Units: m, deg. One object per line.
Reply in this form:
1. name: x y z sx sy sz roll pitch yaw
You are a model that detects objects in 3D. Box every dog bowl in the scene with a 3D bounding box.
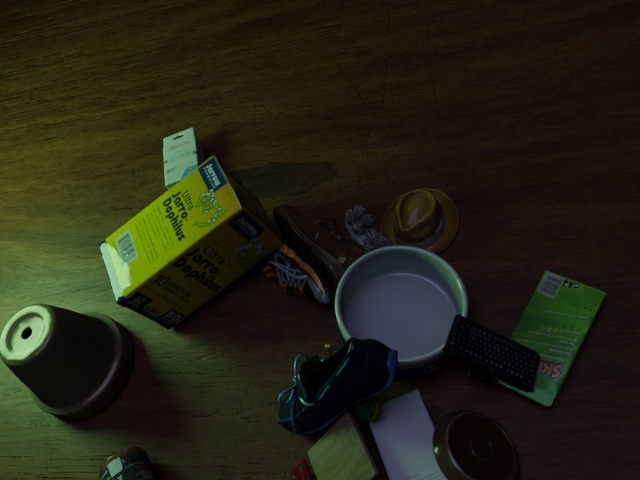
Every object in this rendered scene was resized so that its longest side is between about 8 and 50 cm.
1. dog bowl: 0.164 0.147 1.279 0.264 0.104 0.265 -3 56 5

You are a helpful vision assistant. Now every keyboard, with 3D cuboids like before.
1. keyboard: 0.318 0.220 1.166 0.180 0.023 0.108 25 68 1

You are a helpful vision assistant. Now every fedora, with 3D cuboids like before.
1. fedora: 0.220 -0.053 1.427 0.194 0.079 0.195 -10 57 15

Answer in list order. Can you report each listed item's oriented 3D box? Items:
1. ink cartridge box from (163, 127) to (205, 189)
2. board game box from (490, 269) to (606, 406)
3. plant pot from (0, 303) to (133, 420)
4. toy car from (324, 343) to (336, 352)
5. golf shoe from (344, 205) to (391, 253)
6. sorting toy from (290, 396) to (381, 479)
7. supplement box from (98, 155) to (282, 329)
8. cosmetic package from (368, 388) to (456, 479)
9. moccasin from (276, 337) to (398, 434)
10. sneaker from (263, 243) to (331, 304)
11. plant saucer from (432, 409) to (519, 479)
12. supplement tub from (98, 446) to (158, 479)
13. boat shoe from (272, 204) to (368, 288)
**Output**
1. ink cartridge box: -0.384 -0.223 1.769 0.104 0.060 0.180 -19 55 9
2. board game box: 0.444 0.189 1.220 0.124 0.039 0.259 23 68 31
3. plant pot: -0.605 0.256 1.450 0.262 0.229 0.263 -10 56 14
4. toy car: 0.058 0.252 1.320 0.121 0.041 0.060 3 61 21
5. golf shoe: 0.112 0.006 1.444 0.069 0.086 0.176 -24 79 -17
6. sorting toy: 0.045 0.424 1.176 0.275 0.046 0.132 -51 43 22
7. supplement box: -0.306 0.010 1.473 0.356 0.194 0.195 -37 54 7
8. cosmetic package: 0.179 0.409 1.153 0.117 0.085 0.231 -24 52 5
9. moccasin: 0.005 0.260 1.192 0.342 0.116 0.138 -44 24 37
10. sneaker: -0.053 0.092 1.441 0.083 0.084 0.215 -43 44 -10
11. plant saucer: 0.283 0.374 1.113 0.168 0.029 0.169 11 45 -12
12. supplement tub: -0.370 0.527 1.268 0.106 0.106 0.198 -37 54 -5
13. boat shoe: 0.000 0.000 1.463 0.104 0.111 0.307 -31 47 -17
